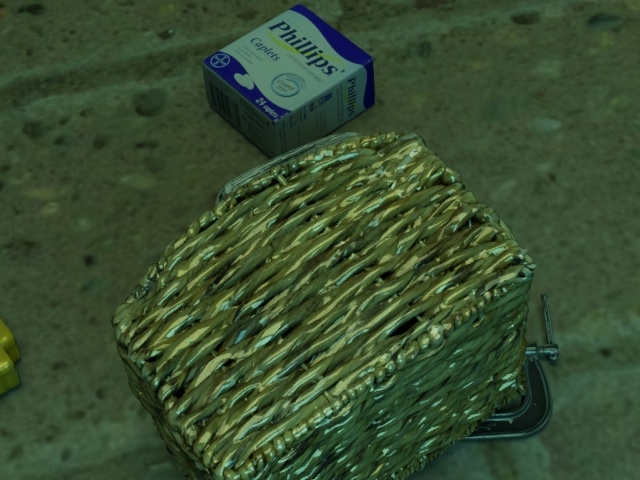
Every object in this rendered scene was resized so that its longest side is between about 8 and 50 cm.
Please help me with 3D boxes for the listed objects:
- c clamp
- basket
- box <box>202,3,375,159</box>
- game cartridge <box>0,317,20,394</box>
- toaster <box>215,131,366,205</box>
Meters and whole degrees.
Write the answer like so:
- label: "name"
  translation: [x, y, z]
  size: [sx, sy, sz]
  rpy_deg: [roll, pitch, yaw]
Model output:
- label: "c clamp"
  translation: [0.141, 0.119, 1.104]
  size: [0.160, 0.022, 0.137]
  rpy_deg: [-8, 57, -4]
- label: "basket"
  translation: [0.000, 0.081, 0.998]
  size: [0.299, 0.223, 0.213]
  rpy_deg: [-34, 61, -13]
- label: "box"
  translation: [-0.033, -0.168, 1.310]
  size: [0.137, 0.072, 0.126]
  rpy_deg: [-35, 58, -22]
- label: "game cartridge"
  translation: [-0.473, 0.109, 1.137]
  size: [0.323, 0.053, 0.285]
  rpy_deg: [-34, 57, -20]
- label: "toaster"
  translation: [0.000, 0.000, 1.142]
  size: [0.227, 0.129, 0.146]
  rpy_deg: [-26, 50, -13]
